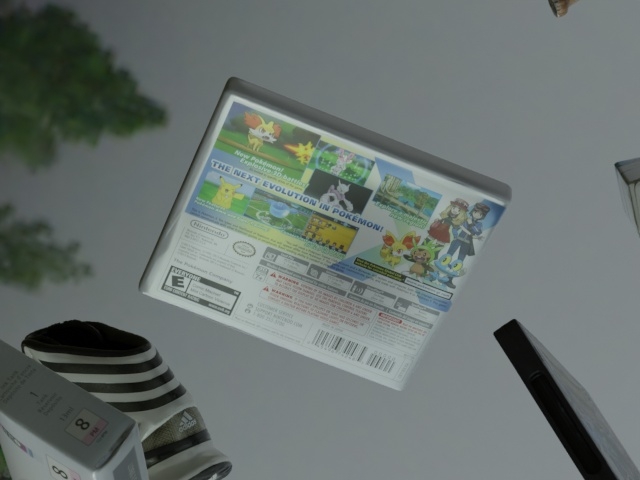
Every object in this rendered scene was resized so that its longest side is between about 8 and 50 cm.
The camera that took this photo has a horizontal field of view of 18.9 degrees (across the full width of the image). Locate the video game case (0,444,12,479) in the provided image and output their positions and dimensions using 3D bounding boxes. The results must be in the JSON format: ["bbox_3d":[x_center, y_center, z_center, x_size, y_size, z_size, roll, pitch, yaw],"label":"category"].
[{"bbox_3d":[-0.368,0.182,1.752,0.193,0.212,0.023,63,-29,17],"label":"video game case"}]

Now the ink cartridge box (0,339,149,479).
[{"bbox_3d":[-0.225,0.143,1.400,0.066,0.232,0.189,-53,157,-29],"label":"ink cartridge box"}]

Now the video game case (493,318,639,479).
[{"bbox_3d":[0.290,0.224,1.982,0.035,0.275,0.248,-35,-120,8],"label":"video game case"}]

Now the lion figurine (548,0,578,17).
[{"bbox_3d":[0.348,-0.336,1.940,0.240,0.142,0.392,-29,-168,-4],"label":"lion figurine"}]

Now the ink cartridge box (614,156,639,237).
[{"bbox_3d":[0.304,-0.043,1.639,0.122,0.088,0.052,-70,148,-80],"label":"ink cartridge box"}]

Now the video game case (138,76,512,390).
[{"bbox_3d":[0.000,0.000,2.109,0.036,0.329,0.300,-79,-167,-54],"label":"video game case"}]

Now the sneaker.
[{"bbox_3d":[-0.310,0.240,2.347,0.447,0.257,0.169,-30,173,39],"label":"sneaker"}]
